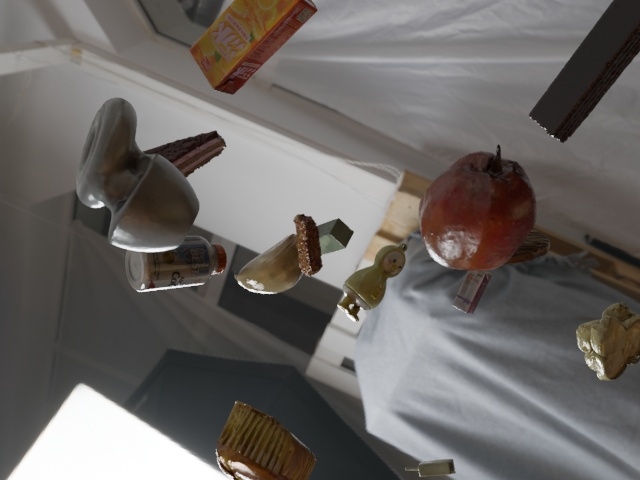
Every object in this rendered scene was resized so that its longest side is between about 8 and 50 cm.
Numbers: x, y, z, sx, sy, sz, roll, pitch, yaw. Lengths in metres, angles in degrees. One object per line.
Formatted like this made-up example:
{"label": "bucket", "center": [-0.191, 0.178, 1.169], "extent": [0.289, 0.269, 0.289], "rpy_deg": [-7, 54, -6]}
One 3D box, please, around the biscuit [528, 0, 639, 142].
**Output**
{"label": "biscuit", "center": [0.670, -0.424, 1.431], "extent": [0.388, 0.073, 0.107], "rpy_deg": [-59, 43, 30]}

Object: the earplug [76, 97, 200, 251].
{"label": "earplug", "center": [-0.355, -0.118, 1.093], "extent": [0.175, 0.325, 0.214], "rpy_deg": [-12, -32, -48]}

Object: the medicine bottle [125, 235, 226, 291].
{"label": "medicine bottle", "center": [-0.435, 0.066, 1.802], "extent": [0.288, 0.157, 0.157], "rpy_deg": [-4, -52, -41]}

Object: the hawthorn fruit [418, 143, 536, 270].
{"label": "hawthorn fruit", "center": [0.340, -0.087, 1.269], "extent": [0.300, 0.254, 0.254], "rpy_deg": [87, -159, -46]}

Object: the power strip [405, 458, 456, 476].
{"label": "power strip", "center": [0.370, 0.768, 1.978], "extent": [0.075, 0.175, 0.042], "rpy_deg": [22, -122, -65]}

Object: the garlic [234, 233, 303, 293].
{"label": "garlic", "center": [-0.151, 0.083, 1.826], "extent": [0.245, 0.145, 0.164], "rpy_deg": [-31, 41, -2]}

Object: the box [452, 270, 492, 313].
{"label": "box", "center": [0.385, 0.126, 1.488], "extent": [0.036, 0.050, 0.117], "rpy_deg": [15, -76, -49]}

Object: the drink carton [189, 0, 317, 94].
{"label": "drink carton", "center": [-0.119, -0.366, 1.021], "extent": [0.223, 0.096, 0.071], "rpy_deg": [-37, -13, 24]}

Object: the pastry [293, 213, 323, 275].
{"label": "pastry", "center": [-0.029, 0.007, 1.533], "extent": [0.087, 0.063, 0.169], "rpy_deg": [27, 127, 56]}

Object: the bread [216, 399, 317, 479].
{"label": "bread", "center": [-0.142, 0.530, 1.429], "extent": [0.156, 0.204, 0.288], "rpy_deg": [-58, -35, -28]}

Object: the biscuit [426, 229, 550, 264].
{"label": "biscuit", "center": [0.438, 0.006, 1.547], "extent": [0.318, 0.318, 0.040], "rpy_deg": [-64, -31, -73]}

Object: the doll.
{"label": "doll", "center": [0.176, 0.121, 1.862], "extent": [0.296, 0.141, 0.117], "rpy_deg": [-46, 28, -1]}

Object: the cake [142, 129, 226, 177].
{"label": "cake", "center": [-0.381, -0.195, 1.522], "extent": [0.295, 0.113, 0.116], "rpy_deg": [-25, -13, -7]}

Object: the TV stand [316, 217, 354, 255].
{"label": "TV stand", "center": [0.000, 0.000, 2.146], "extent": [0.269, 0.088, 0.083], "rpy_deg": [-17, 35, 53]}

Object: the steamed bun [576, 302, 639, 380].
{"label": "steamed bun", "center": [0.748, 0.250, 1.520], "extent": [0.177, 0.192, 0.106], "rpy_deg": [-38, 30, -14]}
